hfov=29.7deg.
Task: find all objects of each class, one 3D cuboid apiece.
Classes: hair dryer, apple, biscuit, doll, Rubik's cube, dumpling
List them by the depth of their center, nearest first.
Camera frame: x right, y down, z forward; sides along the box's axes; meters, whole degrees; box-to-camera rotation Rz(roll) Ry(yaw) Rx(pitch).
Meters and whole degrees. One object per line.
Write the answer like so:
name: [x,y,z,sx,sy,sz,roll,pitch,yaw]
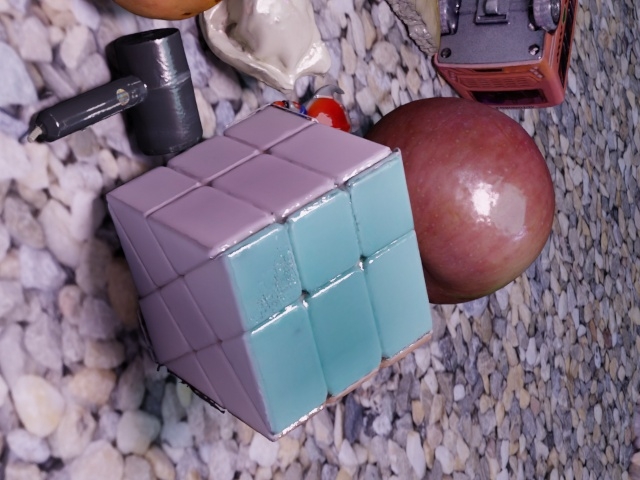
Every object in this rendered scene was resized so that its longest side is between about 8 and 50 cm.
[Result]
hair dryer: [-0.208,-0.128,1.199,0.219,0.071,0.124,-32,118,-49]
Rubik's cube: [-0.051,0.026,1.222,0.224,0.221,0.231,-30,123,-28]
dumpling: [-0.071,-0.254,1.392,0.199,0.118,0.136,48,59,-12]
doll: [-0.010,-0.142,1.545,0.194,0.062,0.104,-14,84,-51]
apple: [0.164,-0.045,1.607,0.235,0.306,0.306,-49,133,-27]
biscuit: [0.127,-0.405,1.803,0.290,0.038,0.141,40,56,-53]

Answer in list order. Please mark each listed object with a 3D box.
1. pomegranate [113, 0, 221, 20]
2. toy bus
pomegranate: [-0.151,-0.316,1.186,0.191,0.191,0.191,1,89,-60]
toy bus: [0.330,-0.442,2.001,0.233,0.203,0.427,41,56,-58]
